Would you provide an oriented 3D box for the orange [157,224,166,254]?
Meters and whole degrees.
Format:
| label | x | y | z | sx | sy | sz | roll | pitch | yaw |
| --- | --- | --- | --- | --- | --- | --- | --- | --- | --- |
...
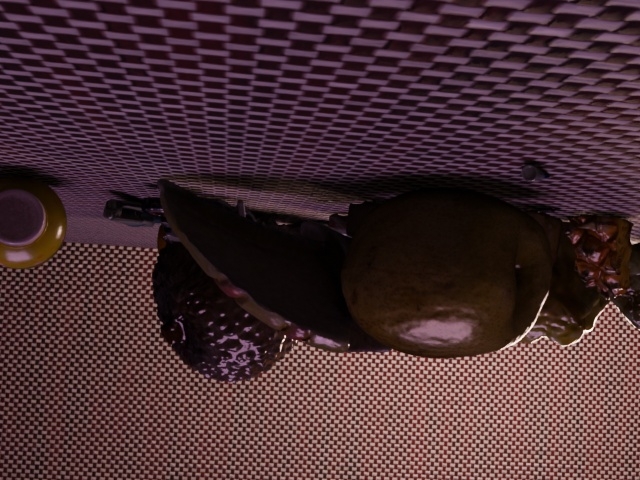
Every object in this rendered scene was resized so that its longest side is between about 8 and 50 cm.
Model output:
| label | x | y | z | sx | sy | sz | roll | pitch | yaw |
| --- | --- | --- | --- | --- | --- | --- | --- | --- | --- |
| orange | -0.169 | 0.045 | 1.823 | 0.335 | 0.196 | 0.262 | -2 | -168 | -21 |

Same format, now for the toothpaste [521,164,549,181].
| label | x | y | z | sx | sy | sz | roll | pitch | yaw |
| --- | --- | --- | --- | --- | --- | --- | --- | --- | --- |
| toothpaste | 0.194 | -0.060 | 0.805 | 0.024 | 0.015 | 0.083 | 1 | -178 | 20 |

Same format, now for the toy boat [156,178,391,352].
| label | x | y | z | sx | sy | sz | roll | pitch | yaw |
| --- | --- | --- | --- | --- | --- | --- | --- | --- | --- |
| toy boat | -0.038 | 0.050 | 1.081 | 0.293 | 0.111 | 0.276 | 7 | -148 | -39 |

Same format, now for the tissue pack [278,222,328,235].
| label | x | y | z | sx | sy | sz | roll | pitch | yaw |
| --- | --- | --- | --- | --- | --- | --- | --- | --- | --- |
| tissue pack | 0.000 | 0.000 | 1.606 | 0.109 | 0.060 | 0.148 | 8 | 176 | -38 |

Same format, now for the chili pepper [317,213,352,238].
| label | x | y | z | sx | sy | sz | roll | pitch | yaw |
| --- | --- | --- | --- | --- | --- | --- | --- | --- | --- |
| chili pepper | 0.067 | -0.020 | 1.372 | 0.153 | 0.041 | 0.050 | 3 | -141 | 12 |

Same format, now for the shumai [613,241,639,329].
| label | x | y | z | sx | sy | sz | roll | pitch | yaw |
| --- | --- | --- | --- | --- | --- | --- | --- | --- | --- |
| shumai | 0.576 | 0.061 | 1.459 | 0.184 | 0.184 | 0.142 | 6 | 152 | -27 |

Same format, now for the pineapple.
| label | x | y | z | sx | sy | sz | roll | pitch | yaw |
| --- | --- | --- | --- | --- | --- | --- | --- | --- | --- |
| pineapple | 0.374 | 0.010 | 1.165 | 0.069 | 0.137 | 0.116 | 5 | -140 | 36 |

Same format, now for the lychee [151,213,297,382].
| label | x | y | z | sx | sy | sz | roll | pitch | yaw |
| --- | --- | --- | --- | --- | --- | --- | --- | --- | --- |
| lychee | -0.148 | 0.090 | 1.498 | 0.300 | 0.300 | 0.300 | 4 | 177 | 0 |

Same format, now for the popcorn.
| label | x | y | z | sx | sy | sz | roll | pitch | yaw |
| --- | --- | --- | --- | --- | --- | --- | --- | --- | --- |
| popcorn | 0.322 | 0.059 | 1.265 | 0.187 | 0.185 | 0.167 | -16 | -174 | -37 |

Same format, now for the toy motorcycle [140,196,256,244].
| label | x | y | z | sx | sy | sz | roll | pitch | yaw |
| --- | --- | --- | --- | --- | --- | --- | --- | --- | --- |
| toy motorcycle | -0.164 | -0.025 | 1.236 | 0.122 | 0.080 | 0.215 | 3 | 172 | 12 |

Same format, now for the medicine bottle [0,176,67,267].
| label | x | y | z | sx | sy | sz | roll | pitch | yaw |
| --- | --- | --- | --- | --- | --- | --- | --- | --- | --- |
| medicine bottle | -0.391 | -0.024 | 1.143 | 0.122 | 0.122 | 0.212 | 5 | 176 | -16 |

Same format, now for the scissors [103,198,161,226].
| label | x | y | z | sx | sy | sz | roll | pitch | yaw |
| --- | --- | --- | --- | --- | --- | --- | --- | --- | --- |
| scissors | -0.290 | -0.042 | 1.399 | 0.138 | 0.041 | 0.289 | 2 | 180 | 4 |

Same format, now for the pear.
| label | x | y | z | sx | sy | sz | roll | pitch | yaw |
| --- | --- | --- | --- | --- | --- | --- | --- | --- | --- |
| pear | 0.134 | 0.036 | 0.983 | 0.211 | 0.188 | 0.228 | 5 | 180 | 34 |

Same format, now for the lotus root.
| label | x | y | z | sx | sy | sz | roll | pitch | yaw |
| --- | --- | --- | --- | --- | --- | --- | --- | --- | --- |
| lotus root | 0.184 | -0.010 | 1.163 | 0.261 | 0.074 | 0.170 | 5 | 179 | 23 |
